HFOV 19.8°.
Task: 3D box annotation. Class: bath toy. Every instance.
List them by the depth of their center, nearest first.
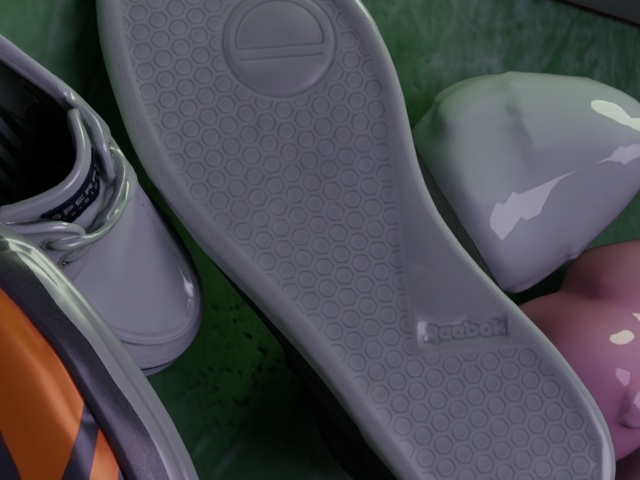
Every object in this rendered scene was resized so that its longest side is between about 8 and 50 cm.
[{"bbox_3d":[0.155,0.062,0.876,0.151,0.129,0.348,-90,156,-60],"label":"bath toy"}]

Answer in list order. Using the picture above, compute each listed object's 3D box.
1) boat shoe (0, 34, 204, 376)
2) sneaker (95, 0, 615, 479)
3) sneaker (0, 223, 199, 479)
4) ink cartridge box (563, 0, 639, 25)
[{"bbox_3d":[-0.105,-0.016,0.622,0.226,0.075,0.083,37,62,-41],"label":"boat shoe"},{"bbox_3d":[0.000,0.000,0.736,0.104,0.147,0.296,-32,84,-11],"label":"sneaker"},{"bbox_3d":[-0.121,0.163,0.559,0.180,0.124,0.321,-24,106,-47],"label":"sneaker"},{"bbox_3d":[0.212,-0.253,0.962,0.197,0.114,0.273,7,82,-48],"label":"ink cartridge box"}]
